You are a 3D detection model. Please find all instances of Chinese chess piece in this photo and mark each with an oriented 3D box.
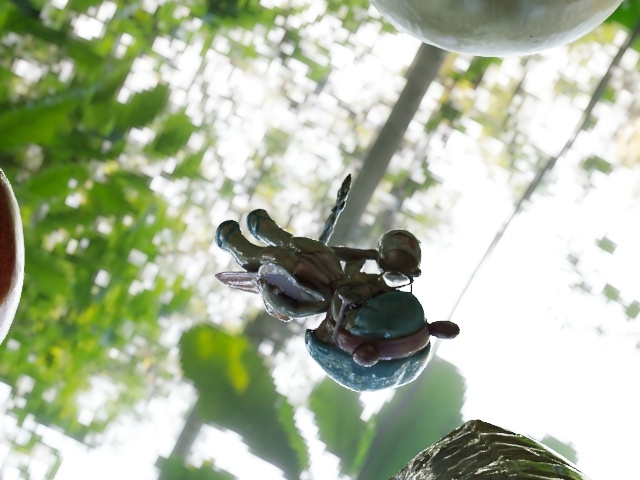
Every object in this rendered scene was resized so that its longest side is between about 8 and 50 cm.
[{"bbox_3d":[0.153,-0.283,1.547,0.270,0.112,0.270,0,-128,0],"label":"Chinese chess piece"}]

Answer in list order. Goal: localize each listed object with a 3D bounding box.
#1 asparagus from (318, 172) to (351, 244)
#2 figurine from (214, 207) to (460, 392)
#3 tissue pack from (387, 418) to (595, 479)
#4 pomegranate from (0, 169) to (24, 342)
[{"bbox_3d":[0.000,0.000,1.814,0.016,0.163,0.016,25,-151,-4],"label":"asparagus"},{"bbox_3d":[0.017,0.046,1.594,0.205,0.103,0.260,-7,-151,-40],"label":"figurine"},{"bbox_3d":[0.212,0.313,1.322,0.375,0.195,0.390,42,-176,-10],"label":"tissue pack"},{"bbox_3d":[-0.340,0.014,1.303,0.257,0.221,0.221,14,-167,32],"label":"pomegranate"}]
